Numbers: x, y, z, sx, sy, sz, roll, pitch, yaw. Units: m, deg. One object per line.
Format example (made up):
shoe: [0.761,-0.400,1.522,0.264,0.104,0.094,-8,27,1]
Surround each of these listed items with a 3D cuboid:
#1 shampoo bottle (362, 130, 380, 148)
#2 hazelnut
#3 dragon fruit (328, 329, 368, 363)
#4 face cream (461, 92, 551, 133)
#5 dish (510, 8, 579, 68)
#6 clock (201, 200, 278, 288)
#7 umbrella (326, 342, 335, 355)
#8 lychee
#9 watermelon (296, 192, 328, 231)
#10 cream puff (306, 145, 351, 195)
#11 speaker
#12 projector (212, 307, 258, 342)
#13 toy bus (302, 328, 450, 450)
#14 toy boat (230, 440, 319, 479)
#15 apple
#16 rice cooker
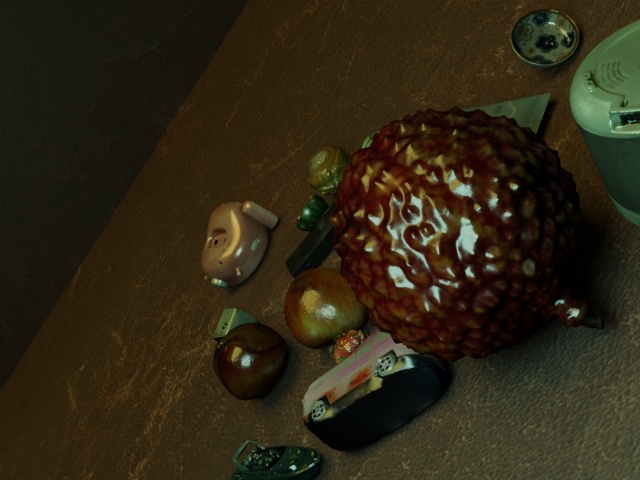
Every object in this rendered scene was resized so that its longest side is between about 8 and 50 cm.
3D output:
shampoo bottle: [0.177,-0.177,2.008,0.085,0.085,0.262,-51,29,10]
hazelnut: [-0.161,0.281,1.998,0.178,0.178,0.204,-58,24,-4]
dragon fruit: [0.061,0.231,1.779,0.116,0.086,0.081,-34,73,48]
face cream: [0.324,-0.244,1.859,0.385,0.086,0.136,2,62,52]
dish: [0.474,-0.412,1.813,0.141,0.078,0.141,-4,67,9]
clock: [-0.259,0.017,2.426,0.227,0.142,0.241,-9,57,54]
umbrella: [0.002,0.216,1.942,0.027,0.025,0.165,-28,29,-10]
lychee: [0.243,0.002,1.401,0.500,0.424,0.425,41,98,32]
watermelon: [-0.013,-0.066,2.194,0.062,0.105,0.105,27,82,17]
cream puff: [0.030,-0.179,2.217,0.126,0.103,0.144,-38,33,20]
speaker: [0.000,0.000,2.140,0.218,0.044,0.082,-50,29,12]
projector: [-0.219,0.230,2.200,0.083,0.083,0.082,-14,49,52]
toy bus: [0.101,0.278,1.617,0.302,0.127,0.147,-41,29,26]
toy boat: [-0.090,0.462,1.756,0.246,0.103,0.093,-18,22,42]
apple: [0.007,0.149,1.869,0.195,0.160,0.173,-29,47,30]
rice cooker: [0.536,-0.171,1.260,0.288,0.277,0.288,-25,33,18]
